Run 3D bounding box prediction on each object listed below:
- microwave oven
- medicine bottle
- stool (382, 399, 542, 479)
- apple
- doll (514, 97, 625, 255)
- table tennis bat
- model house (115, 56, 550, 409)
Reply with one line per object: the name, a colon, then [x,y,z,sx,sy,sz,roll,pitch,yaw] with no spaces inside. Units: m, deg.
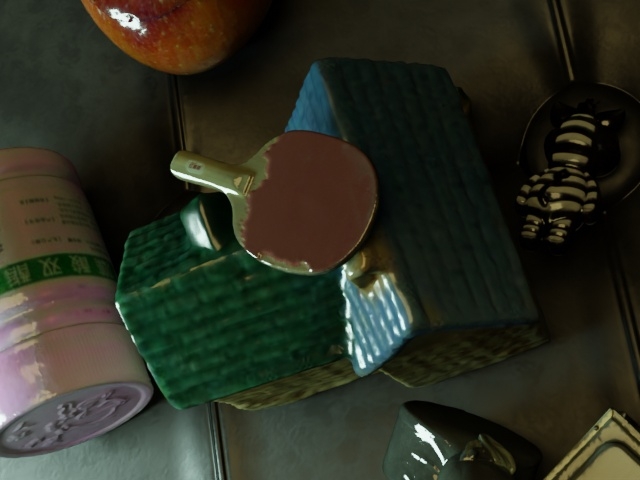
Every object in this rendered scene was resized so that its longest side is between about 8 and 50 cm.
microwave oven: [0.334,0.291,1.107,0.145,0.194,0.240,-46,64,1]
medicine bottle: [-0.349,0.072,1.413,0.212,0.212,0.326,-28,68,12]
stool: [0.130,0.247,1.183,0.153,0.228,0.139,20,93,18]
apple: [-0.180,-0.343,1.460,0.272,0.206,0.251,41,82,22]
doll: [0.271,-0.071,1.269,0.091,0.067,0.219,7,53,28]
table tennis bat: [-0.048,-0.044,1.078,0.234,0.022,0.131,17,84,34]
model house: [0.000,0.000,1.226,0.382,0.342,0.335,-23,71,15]
